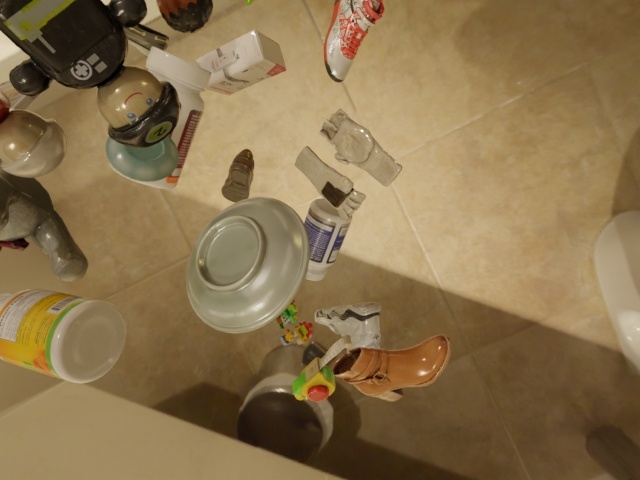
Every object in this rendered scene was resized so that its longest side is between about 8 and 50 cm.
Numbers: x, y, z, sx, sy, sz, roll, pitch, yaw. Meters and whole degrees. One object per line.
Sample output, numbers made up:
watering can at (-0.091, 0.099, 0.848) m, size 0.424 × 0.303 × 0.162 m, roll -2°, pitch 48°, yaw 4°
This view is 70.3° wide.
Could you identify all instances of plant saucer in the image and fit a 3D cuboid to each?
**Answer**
plant saucer at (-0.227, 0.046, 1.244) m, size 0.400 × 0.100 × 0.401 m, roll -10°, pitch 64°, yaw 22°
plant saucer at (-0.491, -0.256, 1.266) m, size 0.194 × 0.037 × 0.195 m, roll 12°, pitch 60°, yaw -22°

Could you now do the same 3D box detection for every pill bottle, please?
pill bottle at (-0.481, 0.158, 0.801) m, size 0.245 × 0.136 × 0.136 m, roll 5°, pitch 96°, yaw 24°
pill bottle at (0.000, 0.000, 1.594) m, size 0.153 × 0.153 × 0.265 m, roll 21°, pitch 115°, yaw 1°
pill bottle at (-0.503, -0.383, 1.441) m, size 0.224 × 0.224 × 0.392 m, roll 25°, pitch 103°, yaw 1°

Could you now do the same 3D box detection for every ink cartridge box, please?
ink cartridge box at (-0.306, -0.673, 1.749) m, size 0.283 × 0.207 × 0.117 m, roll -16°, pitch 93°, yaw 22°

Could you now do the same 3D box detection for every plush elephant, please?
plush elephant at (-0.689, -0.029, 0.905) m, size 0.255 × 0.272 × 0.330 m, roll -34°, pitch 64°, yaw -1°

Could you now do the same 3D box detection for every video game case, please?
video game case at (-0.796, -0.364, 1.163) m, size 0.204 × 0.285 × 0.025 m, roll -14°, pitch 131°, yaw 10°

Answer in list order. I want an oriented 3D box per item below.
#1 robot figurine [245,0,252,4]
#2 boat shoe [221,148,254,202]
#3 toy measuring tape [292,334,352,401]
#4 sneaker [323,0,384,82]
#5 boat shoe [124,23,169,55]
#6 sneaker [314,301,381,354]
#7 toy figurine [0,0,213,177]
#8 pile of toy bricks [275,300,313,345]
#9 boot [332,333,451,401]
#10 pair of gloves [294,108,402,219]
robot figurine at (-0.181, -0.587, 1.037) m, size 0.115 × 0.067 × 0.101 m, roll -27°, pitch 63°, yaw -28°
boat shoe at (-0.307, -0.243, 1.762) m, size 0.110 × 0.307 × 0.105 m, roll 22°, pitch 66°, yaw -14°
toy measuring tape at (0.027, 0.416, 1.439) m, size 0.121 × 0.121 × 0.330 m, roll 40°, pitch 119°, yaw -1°
sneaker at (0.096, -0.588, 1.269) m, size 0.090 × 0.145 × 0.270 m, roll 13°, pitch 85°, yaw -41°
boat shoe at (-0.629, -0.694, 1.473) m, size 0.109 × 0.305 × 0.091 m, roll 43°, pitch 104°, yaw 29°
sneaker at (0.104, 0.361, 1.797) m, size 0.137 × 0.365 × 0.210 m, roll -2°, pitch 80°, yaw -37°
toy figurine at (-0.201, -0.169, 0.369) m, size 0.213 × 0.148 × 0.210 m, roll -10°, pitch 51°, yaw 27°
pile of toy bricks at (-0.110, 0.232, 1.471) m, size 0.105 × 0.118 × 0.212 m, roll -49°, pitch 63°, yaw 28°
boot at (0.131, 0.223, 0.841) m, size 0.152 × 0.073 × 0.197 m, roll 31°, pitch 113°, yaw -25°
pair of gloves at (0.052, -0.170, 1.055) m, size 0.204 × 0.042 × 0.240 m, roll 46°, pitch 140°, yaw -4°
